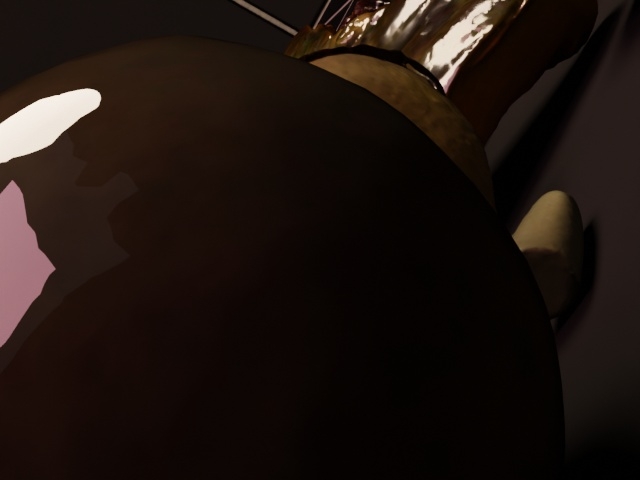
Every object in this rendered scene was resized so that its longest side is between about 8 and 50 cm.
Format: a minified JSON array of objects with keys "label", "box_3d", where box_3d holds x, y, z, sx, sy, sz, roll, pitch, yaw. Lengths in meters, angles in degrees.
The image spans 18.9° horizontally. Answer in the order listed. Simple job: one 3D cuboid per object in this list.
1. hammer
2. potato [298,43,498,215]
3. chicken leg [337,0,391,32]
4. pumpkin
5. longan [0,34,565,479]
[{"label":"hammer","box_3d":[-0.007,0.000,0.667,0.060,0.195,0.028,-73,-20,-58]},{"label":"potato","box_3d":[-0.014,0.041,0.701,0.100,0.120,0.261,19,82,51]},{"label":"chicken leg","box_3d":[0.023,-0.129,1.528,0.105,0.063,0.234,-58,3,-17]},{"label":"pumpkin","box_3d":[0.001,0.014,0.898,0.258,0.095,0.290,-9,60,67]},{"label":"longan","box_3d":[-0.043,0.062,0.522,0.248,0.248,0.248,-60,6,11]}]
